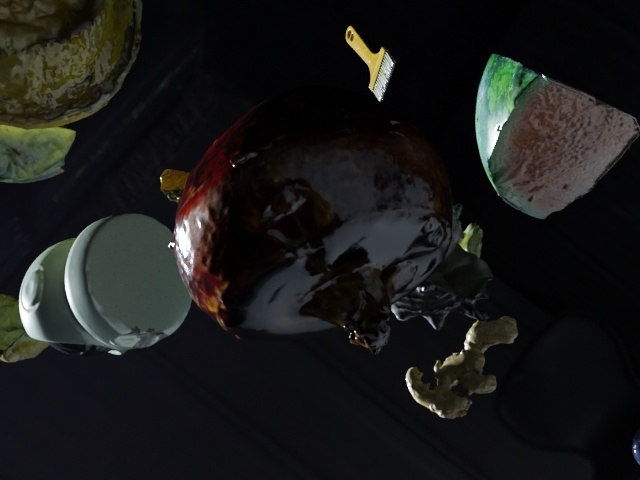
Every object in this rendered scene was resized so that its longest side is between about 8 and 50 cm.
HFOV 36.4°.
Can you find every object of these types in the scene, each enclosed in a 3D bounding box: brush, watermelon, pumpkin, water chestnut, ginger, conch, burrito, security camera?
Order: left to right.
[{"bbox_3d":[-0.478,-0.127,1.382,0.309,0.066,0.096,-8,-56,-53],"label":"burrito"},{"bbox_3d":[-0.323,0.074,1.397,0.236,0.195,0.194,-17,22,39],"label":"security camera"},{"bbox_3d":[-0.201,-0.076,1.486,0.083,0.074,0.054,75,-157,-76],"label":"pumpkin"},{"bbox_3d":[0.000,0.000,1.124,0.350,0.302,0.350,-18,-26,-9],"label":"water chestnut"},{"bbox_3d":[0.106,-0.417,2.193,0.272,0.013,0.103,-119,39,-50],"label":"brush"},{"bbox_3d":[0.181,0.027,1.747,0.240,0.313,0.186,-38,-25,-10],"label":"conch"},{"bbox_3d":[0.300,0.258,1.945,0.258,0.149,0.065,-35,-32,10],"label":"ginger"},{"bbox_3d":[0.342,-0.155,1.577,0.222,0.292,0.319,-69,25,10],"label":"watermelon"}]

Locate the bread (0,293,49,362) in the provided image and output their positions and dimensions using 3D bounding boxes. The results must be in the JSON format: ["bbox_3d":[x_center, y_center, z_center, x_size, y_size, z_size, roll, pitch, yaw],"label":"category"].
[{"bbox_3d":[-0.602,0.165,1.824,0.128,0.232,0.088,-49,-42,-31],"label":"bread"}]

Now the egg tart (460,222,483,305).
[{"bbox_3d":[0.293,0.054,2.016,0.197,0.078,0.197,6,-90,-82],"label":"egg tart"}]

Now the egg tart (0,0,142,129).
[{"bbox_3d":[-0.391,-0.322,1.265,0.345,0.345,0.132,-51,6,-21],"label":"egg tart"}]

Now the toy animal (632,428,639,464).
[{"bbox_3d":[0.572,0.402,1.449,0.122,0.185,0.298,5,-102,-70],"label":"toy animal"}]
